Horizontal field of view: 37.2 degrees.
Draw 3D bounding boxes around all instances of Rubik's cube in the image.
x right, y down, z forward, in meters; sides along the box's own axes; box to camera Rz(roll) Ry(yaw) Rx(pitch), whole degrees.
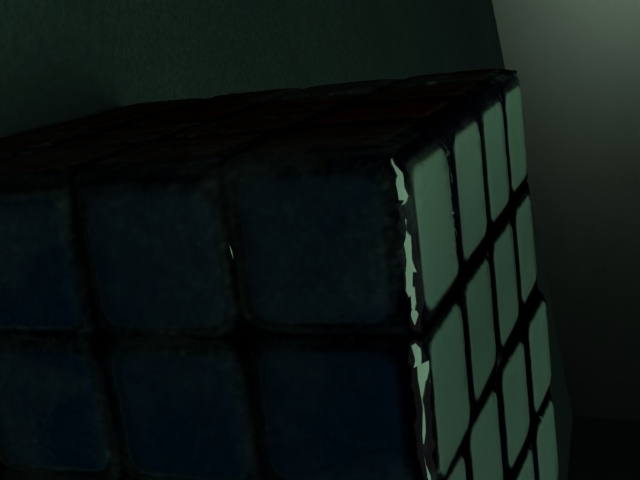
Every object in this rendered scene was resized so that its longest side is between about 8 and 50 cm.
[{"bbox_3d":[-0.046,0.081,0.635,0.344,0.344,0.337,-35,122,-62],"label":"Rubik's cube"}]
